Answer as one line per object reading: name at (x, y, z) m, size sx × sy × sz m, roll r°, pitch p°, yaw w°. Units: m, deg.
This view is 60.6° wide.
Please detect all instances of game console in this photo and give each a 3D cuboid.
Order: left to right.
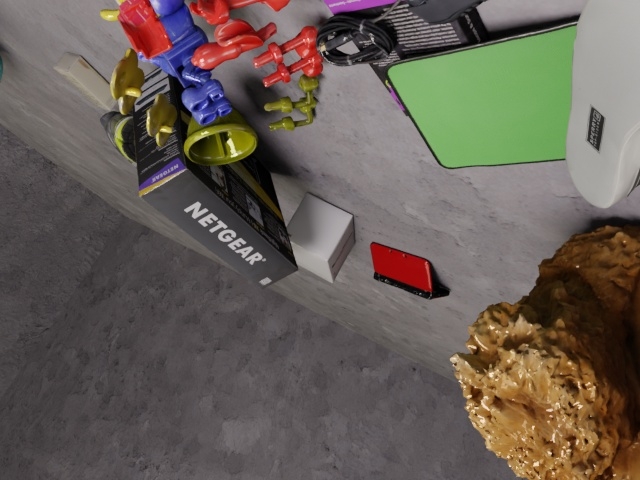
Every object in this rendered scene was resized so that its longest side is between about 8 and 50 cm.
game console at (0.184, 0.058, 1.116) m, size 0.143 × 0.085 × 0.124 m, roll 20°, pitch -166°, yaw 40°

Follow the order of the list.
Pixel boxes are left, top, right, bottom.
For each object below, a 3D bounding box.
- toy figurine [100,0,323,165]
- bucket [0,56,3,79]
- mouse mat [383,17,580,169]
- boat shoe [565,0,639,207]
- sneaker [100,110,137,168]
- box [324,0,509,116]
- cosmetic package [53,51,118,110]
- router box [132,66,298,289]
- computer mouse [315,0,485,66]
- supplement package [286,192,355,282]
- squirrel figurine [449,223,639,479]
toy figurine at (-0.129, -0.232, 0.573) m, size 0.217 × 0.191 × 0.362 m, roll 61°, pitch 178°, yaw 5°
bucket at (-0.885, -0.397, 1.235) m, size 0.281 × 0.281 × 0.183 m, roll 24°, pitch 168°, yaw 27°
mouse mat at (0.163, -0.110, 0.456) m, size 0.189 × 0.007 × 0.152 m, roll 1°, pitch 151°, yaw 36°
boat shoe at (0.211, -0.101, 0.353) m, size 0.078 × 0.070 × 0.219 m, roll 62°, pitch -177°, yaw 27°
sneaker at (-0.389, -0.198, 1.262) m, size 0.121 × 0.111 × 0.300 m, roll 35°, pitch 165°, yaw 28°
box at (0.085, -0.168, 0.467) m, size 0.116 × 0.029 × 0.162 m, roll 14°, pitch 158°, yaw 47°
cosmetic package at (-0.458, -0.312, 1.079) m, size 0.060 × 0.041 × 0.115 m, roll 23°, pitch 165°, yaw 31°
router box at (-0.164, -0.093, 0.877) m, size 0.309 × 0.080 × 0.243 m, roll 47°, pitch -161°, yaw -50°
computer mouse at (0.052, -0.167, 0.394) m, size 0.071 × 0.041 × 0.242 m, roll 34°, pitch 165°, yaw -18°
supplement package at (0.000, 0.000, 1.099) m, size 0.105 × 0.105 × 0.179 m, roll 28°, pitch 167°, yaw 13°
squirrel figurine at (0.321, 0.183, 0.495) m, size 0.396 × 0.371 × 0.281 m, roll 23°, pitch 165°, yaw 28°
